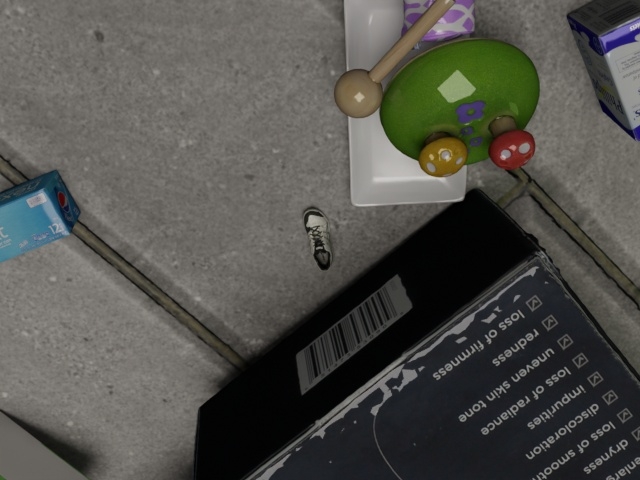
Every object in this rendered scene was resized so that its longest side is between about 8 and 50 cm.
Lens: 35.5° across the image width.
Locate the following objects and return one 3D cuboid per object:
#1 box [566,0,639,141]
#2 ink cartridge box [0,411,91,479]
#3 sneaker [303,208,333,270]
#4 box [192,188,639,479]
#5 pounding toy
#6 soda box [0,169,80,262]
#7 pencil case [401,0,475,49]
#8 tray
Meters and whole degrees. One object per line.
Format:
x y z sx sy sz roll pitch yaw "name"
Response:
0.351 -0.200 1.137 0.072 0.126 0.137 -26 113 8 "box"
-0.452 0.399 1.355 0.198 0.115 0.273 34 111 9 "ink cartridge box"
0.000 0.000 1.265 0.032 0.037 0.083 -16 113 7 "sneaker"
0.174 0.283 1.225 0.480 0.297 0.472 -39 106 7 "box"
0.147 -0.129 1.085 0.183 0.110 0.237 -34 139 27 "pounding toy"
-0.408 -0.010 1.225 0.210 0.071 0.067 -21 113 7 "soda box"
0.118 -0.313 1.082 0.086 0.088 0.206 -13 104 -37 "pencil case"
0.103 -0.172 1.194 0.145 0.030 0.270 -3 115 -2 "tray"
